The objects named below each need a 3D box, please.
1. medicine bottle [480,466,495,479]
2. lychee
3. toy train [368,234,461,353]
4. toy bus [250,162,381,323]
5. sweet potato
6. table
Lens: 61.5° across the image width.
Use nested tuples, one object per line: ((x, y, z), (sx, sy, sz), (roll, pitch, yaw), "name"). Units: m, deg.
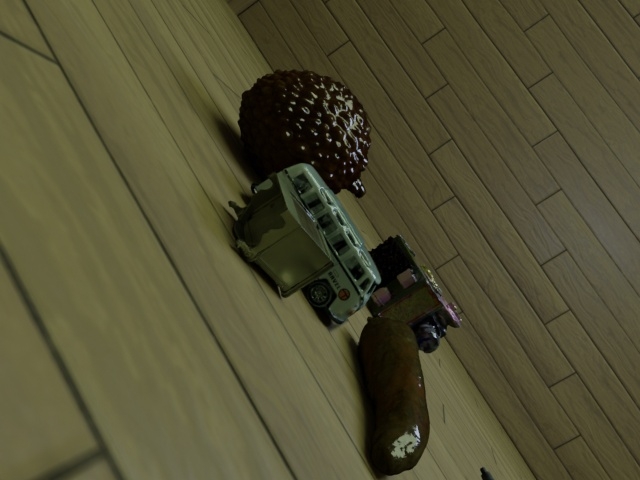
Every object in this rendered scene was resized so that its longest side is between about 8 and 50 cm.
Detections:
((0.285, 0.425, 0.786), (0.058, 0.057, 0.199), (49, 11, -42), "medicine bottle")
((-0.012, -0.145, 0.786), (0.238, 0.200, 0.200), (38, 15, -24), "lychee")
((0.175, 0.107, 1.082), (0.177, 0.134, 0.261), (53, 9, -24), "toy train")
((0.000, 0.000, 0.642), (0.194, 0.089, 0.087), (58, 9, 4), "toy bus")
((0.080, 0.161, 0.586), (0.075, 0.075, 0.273), (54, 13, -14), "sweet potato")
((-0.040, -0.006, 0.520), (0.083, 0.062, 0.079), (51, 11, -37), "table")
